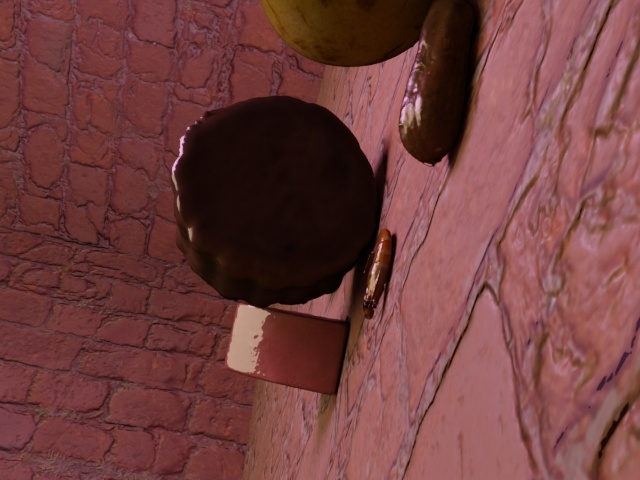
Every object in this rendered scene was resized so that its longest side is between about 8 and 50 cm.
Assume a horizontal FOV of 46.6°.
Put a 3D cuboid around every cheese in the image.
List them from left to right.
[{"bbox_3d":[-0.061,0.167,1.229,0.203,0.177,0.128,156,126,-82],"label":"cheese"}]

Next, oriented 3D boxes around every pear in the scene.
[{"bbox_3d":[0.050,-0.350,0.907,0.283,0.283,0.284,-168,90,-84],"label":"pear"}]

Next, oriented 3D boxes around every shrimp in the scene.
[{"bbox_3d":[0.071,0.047,0.969,0.091,0.025,0.127,116,170,-67],"label":"shrimp"}]

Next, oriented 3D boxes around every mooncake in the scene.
[{"bbox_3d":[-0.076,-0.056,1.167,0.187,0.324,0.324,112,168,-65],"label":"mooncake"}]

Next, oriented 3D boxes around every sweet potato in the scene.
[{"bbox_3d":[0.126,-0.189,0.784,0.081,0.062,0.233,112,172,-69],"label":"sweet potato"}]
